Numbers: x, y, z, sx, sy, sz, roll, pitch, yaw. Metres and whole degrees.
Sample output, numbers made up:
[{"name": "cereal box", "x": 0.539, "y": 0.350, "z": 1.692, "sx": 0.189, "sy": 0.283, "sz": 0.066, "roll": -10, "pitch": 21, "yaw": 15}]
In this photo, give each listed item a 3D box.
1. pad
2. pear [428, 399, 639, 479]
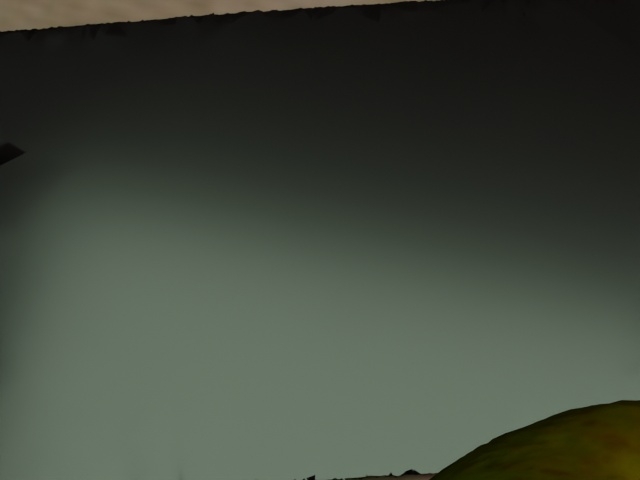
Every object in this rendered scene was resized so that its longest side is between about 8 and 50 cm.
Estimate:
[{"name": "pad", "x": 0.000, "y": 0.000, "z": 0.631, "sx": 0.265, "sy": 0.009, "sz": 0.159, "roll": -3, "pitch": 75, "yaw": 2}, {"name": "pear", "x": 0.045, "y": 0.151, "z": 0.468, "sx": 0.164, "sy": 0.238, "sz": 0.255, "roll": 23, "pitch": 78, "yaw": 13}]
